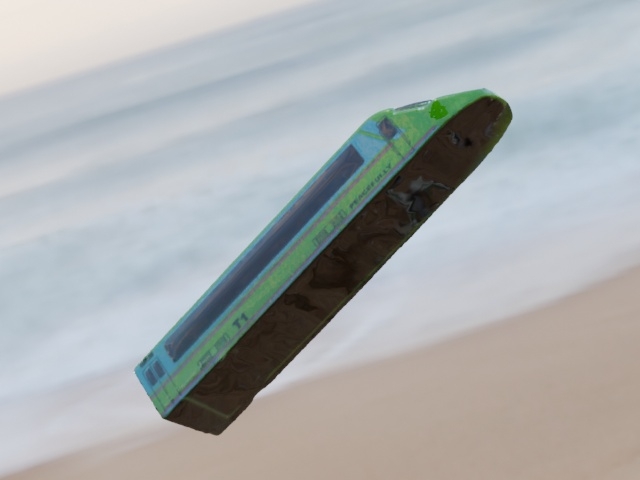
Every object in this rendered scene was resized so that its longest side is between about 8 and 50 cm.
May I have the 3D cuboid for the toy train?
[{"bbox_3d":[0.000,0.000,0.787,0.209,0.042,0.044,-47,-35,12],"label":"toy train"}]
